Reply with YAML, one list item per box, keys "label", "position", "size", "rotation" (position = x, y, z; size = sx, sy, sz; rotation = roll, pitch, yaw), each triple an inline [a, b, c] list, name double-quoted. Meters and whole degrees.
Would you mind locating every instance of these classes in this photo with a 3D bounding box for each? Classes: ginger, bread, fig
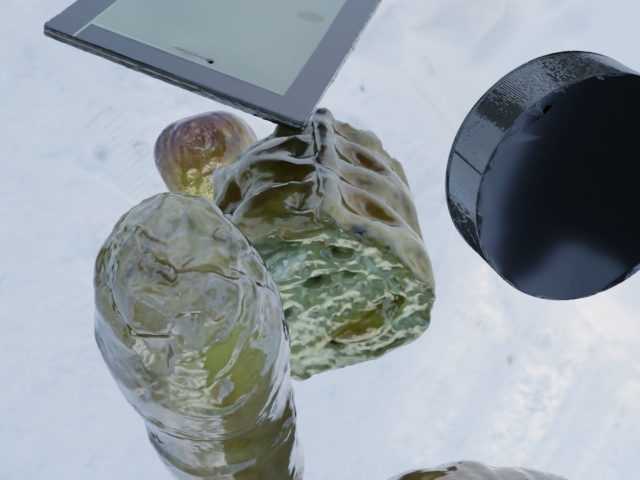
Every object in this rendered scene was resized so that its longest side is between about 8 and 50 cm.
- label: "ginger"
  position: [-0.066, 0.074, 0.527]
  size: [0.109, 0.116, 0.263]
  rotation: [-58, 152, -34]
- label: "bread"
  position: [-0.005, -0.003, 0.908]
  size: [0.238, 0.252, 0.196]
  rotation: [-20, 123, 2]
- label: "fig"
  position: [-0.142, -0.077, 1.337]
  size: [0.159, 0.159, 0.257]
  rotation: [-39, 113, -29]

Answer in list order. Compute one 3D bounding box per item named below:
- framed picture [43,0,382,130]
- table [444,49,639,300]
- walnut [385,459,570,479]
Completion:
- label: "framed picture"
  position: [-0.089, -0.246, 0.932]
  size: [0.347, 0.265, 0.016]
  rotation: [-65, 175, -50]
- label: "table"
  position: [0.139, -0.034, 0.488]
  size: [0.133, 0.043, 0.133]
  rotation: [-7, 117, -14]
- label: "walnut"
  position: [0.102, 0.304, 0.584]
  size: [0.306, 0.306, 0.344]
  rotation: [-42, 156, -26]
